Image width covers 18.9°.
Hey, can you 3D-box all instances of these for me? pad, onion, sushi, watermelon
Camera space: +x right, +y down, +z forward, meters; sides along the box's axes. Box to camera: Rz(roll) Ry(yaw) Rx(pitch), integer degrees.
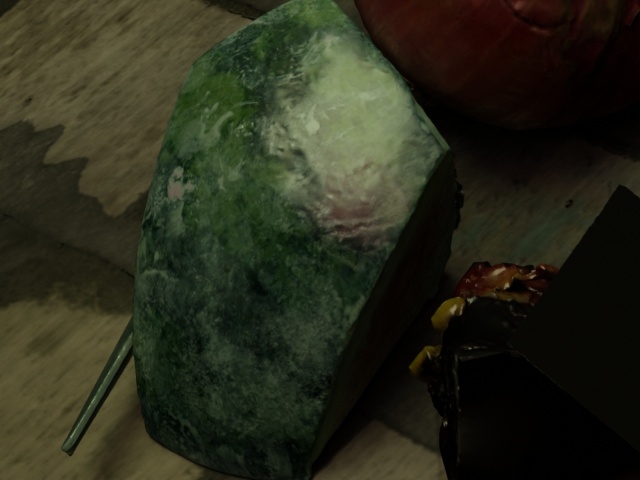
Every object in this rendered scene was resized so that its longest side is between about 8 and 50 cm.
[{"bbox_3d":[0.235,0.063,1.352,0.164,0.004,0.243,40,39,3],"label":"pad"},{"bbox_3d":[0.190,-0.250,1.627,0.354,0.353,0.353,-14,41,12],"label":"onion"},{"bbox_3d":[0.153,0.090,1.389,0.172,0.153,0.150,-11,33,-14],"label":"sushi"},{"bbox_3d":[0.000,0.000,1.546,0.228,0.258,0.387,20,99,25],"label":"watermelon"}]

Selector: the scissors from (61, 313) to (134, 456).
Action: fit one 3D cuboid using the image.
[{"bbox_3d":[-0.115,0.003,1.635,0.192,0.029,0.447,-37,20,53],"label":"scissors"}]
